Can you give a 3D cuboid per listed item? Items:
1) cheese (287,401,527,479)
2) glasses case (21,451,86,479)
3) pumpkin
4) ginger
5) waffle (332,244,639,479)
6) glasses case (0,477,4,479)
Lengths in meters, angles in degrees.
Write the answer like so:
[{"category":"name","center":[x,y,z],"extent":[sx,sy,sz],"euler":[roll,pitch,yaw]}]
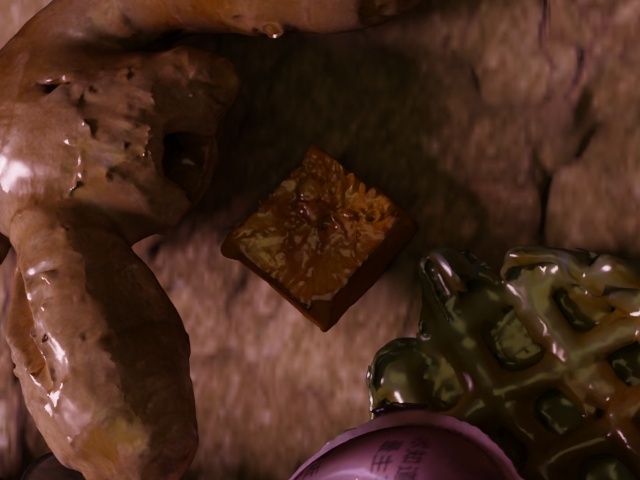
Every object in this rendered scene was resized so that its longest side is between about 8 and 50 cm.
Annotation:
[{"category":"cheese","center":[-0.005,0.173,0.740],"extent":[0.286,0.074,0.189],"euler":[-21,46,34]},{"category":"glasses case","center":[-0.167,0.268,0.833],"extent":[0.060,0.114,0.299],"euler":[14,106,-9]},{"category":"pumpkin","center":[0.000,0.000,0.825],"extent":[0.074,0.054,0.083],"euler":[41,82,15]},{"category":"ginger","center":[-0.134,-0.077,0.843],"extent":[0.348,0.122,0.363],"euler":[17,83,35]},{"category":"waffle","center":[0.148,0.147,0.752],"extent":[0.317,0.073,0.297],"euler":[9,86,29]},{"category":"glasses case","center":[-0.283,0.283,0.866],"extent":[0.141,0.173,0.371],"euler":[22,94,20]}]
